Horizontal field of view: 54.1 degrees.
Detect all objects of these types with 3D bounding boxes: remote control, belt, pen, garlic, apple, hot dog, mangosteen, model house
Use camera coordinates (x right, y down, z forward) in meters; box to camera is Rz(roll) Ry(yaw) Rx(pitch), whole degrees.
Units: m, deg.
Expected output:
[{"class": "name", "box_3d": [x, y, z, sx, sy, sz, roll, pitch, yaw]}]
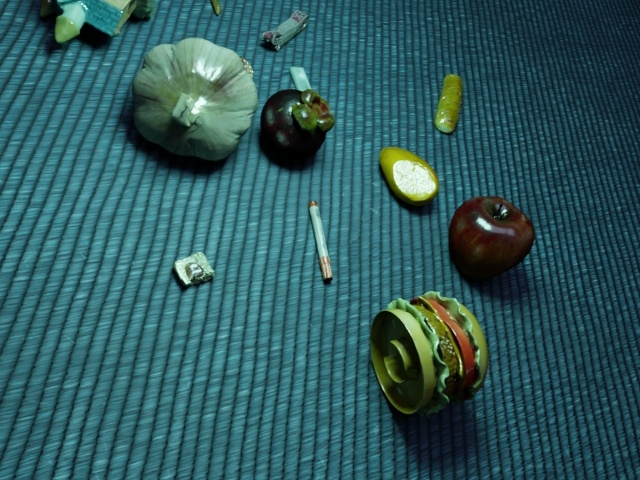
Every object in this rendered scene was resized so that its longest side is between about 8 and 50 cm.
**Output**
[{"class": "remote control", "box_3d": [-0.059, -0.495, 1.955, 0.053, 0.018, 0.124, -5, 60, -26]}, {"class": "belt", "box_3d": [-0.111, -0.677, 2.029, 0.053, 0.071, 0.232, 33, 47, 8]}, {"class": "pen", "box_3d": [0.000, 0.000, 1.637, 0.028, 0.028, 0.239, 3, 57, -23]}, {"class": "garlic", "box_3d": [-0.317, -0.357, 1.585, 0.322, 0.241, 0.321, 2, 86, -26]}, {"class": "apple", "box_3d": [0.460, -0.012, 1.732, 0.234, 0.234, 0.233, 12, 54, -17]}, {"class": "hot dog", "box_3d": [0.441, -0.476, 2.148, 0.088, 0.061, 0.285, 13, 51, -2]}, {"class": "mangosteen", "box_3d": [-0.065, -0.324, 1.720, 0.210, 0.210, 0.209, 12, 54, -17]}, {"class": "model house", "box_3d": [-0.634, -0.635, 1.712, 0.267, 0.194, 0.324, 28, 65, -10]}]

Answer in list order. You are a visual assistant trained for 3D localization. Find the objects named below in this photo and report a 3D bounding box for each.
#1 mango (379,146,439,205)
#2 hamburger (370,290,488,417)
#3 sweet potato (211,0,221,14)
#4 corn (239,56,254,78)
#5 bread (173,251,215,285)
[{"class": "mango", "box_3d": [0.253, -0.191, 1.842, 0.141, 0.102, 0.217, -39, 75, -14]}, {"class": "hamburger", "box_3d": [0.258, 0.252, 1.427, 0.212, 0.274, 0.274, -11, 63, -22]}, {"class": "sweet potato", "box_3d": [-0.338, -0.762, 2.009, 0.026, 0.026, 0.115, -7, 59, -28]}, {"class": "corn", "box_3d": [-0.320, -0.448, 1.758, 0.290, 0.098, 0.098, -25, 71, -32]}, {"class": "bread", "box_3d": [-0.294, 0.067, 1.454, 0.083, 0.035, 0.070, -20, 66, -30]}]
